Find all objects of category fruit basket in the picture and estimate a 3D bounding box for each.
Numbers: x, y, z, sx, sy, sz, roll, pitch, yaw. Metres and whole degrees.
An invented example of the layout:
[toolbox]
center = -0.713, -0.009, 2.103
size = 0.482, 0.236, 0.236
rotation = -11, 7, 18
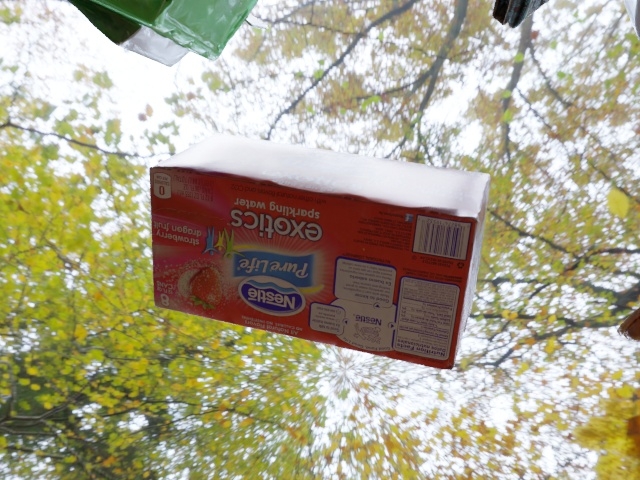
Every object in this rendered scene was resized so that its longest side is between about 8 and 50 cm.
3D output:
[fruit basket]
center = -0.220, -0.293, 0.593
size = 0.353, 0.327, 0.165
rotation = 31, -81, 2

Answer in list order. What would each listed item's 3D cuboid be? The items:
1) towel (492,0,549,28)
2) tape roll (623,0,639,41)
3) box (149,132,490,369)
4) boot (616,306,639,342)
[towel]
center = 0.250, -0.361, 0.510
size = 0.040, 0.370, 0.271
rotation = 38, -121, 23
[tape roll]
center = 0.444, -0.282, 0.756
size = 0.219, 0.219, 0.072
rotation = 3, -132, 3
[box]
center = 0.000, 0.000, 0.586
size = 0.257, 0.122, 0.128
rotation = 10, -67, 15
[boot]
center = 0.444, 0.124, 0.787
size = 0.197, 0.073, 0.152
rotation = -10, -124, -17
